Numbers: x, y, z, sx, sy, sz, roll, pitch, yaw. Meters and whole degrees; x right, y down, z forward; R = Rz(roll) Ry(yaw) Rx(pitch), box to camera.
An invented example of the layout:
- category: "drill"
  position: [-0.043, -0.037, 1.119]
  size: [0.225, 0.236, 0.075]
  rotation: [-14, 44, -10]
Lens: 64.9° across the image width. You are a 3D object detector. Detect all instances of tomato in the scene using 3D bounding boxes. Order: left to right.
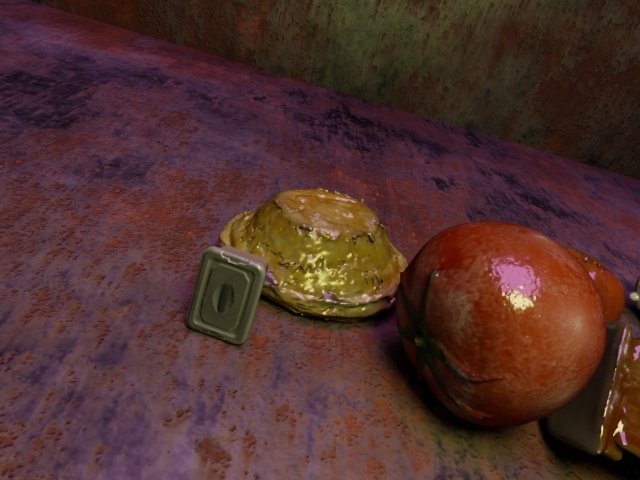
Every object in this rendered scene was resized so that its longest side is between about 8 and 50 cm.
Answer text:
- category: "tomato"
  position: [0.234, 0.102, 0.661]
  size: [0.264, 0.265, 0.265]
  rotation: [14, 28, -7]

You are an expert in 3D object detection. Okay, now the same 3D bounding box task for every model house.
- category: "model house"
  position: [0.442, 0.228, 0.679]
  size: [0.229, 0.220, 0.199]
  rotation: [29, -13, 7]

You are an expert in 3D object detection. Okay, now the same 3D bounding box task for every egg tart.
- category: "egg tart"
  position: [-0.001, 0.000, 0.863]
  size: [0.341, 0.132, 0.341]
  rotation: [12, 28, -7]

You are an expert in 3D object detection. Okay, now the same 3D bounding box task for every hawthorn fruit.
- category: "hawthorn fruit"
  position: [0.417, 0.100, 0.875]
  size: [0.189, 0.189, 0.189]
  rotation: [14, 28, -7]

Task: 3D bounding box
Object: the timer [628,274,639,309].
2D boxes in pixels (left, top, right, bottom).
- category: "timer"
  position: [0.803, 0.134, 1.003]
  size: [0.290, 0.291, 0.315]
  rotation: [-10, 15, -42]

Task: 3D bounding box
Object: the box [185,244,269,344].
- category: "box"
  position: [-0.122, 0.068, 0.686]
  size: [0.089, 0.122, 0.062]
  rotation: [19, 16, 4]
